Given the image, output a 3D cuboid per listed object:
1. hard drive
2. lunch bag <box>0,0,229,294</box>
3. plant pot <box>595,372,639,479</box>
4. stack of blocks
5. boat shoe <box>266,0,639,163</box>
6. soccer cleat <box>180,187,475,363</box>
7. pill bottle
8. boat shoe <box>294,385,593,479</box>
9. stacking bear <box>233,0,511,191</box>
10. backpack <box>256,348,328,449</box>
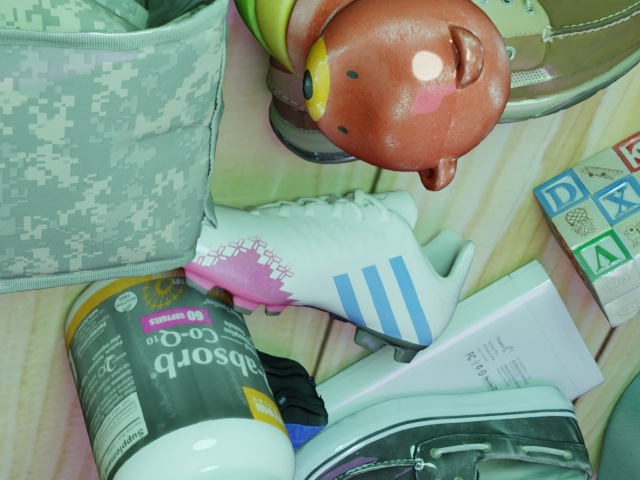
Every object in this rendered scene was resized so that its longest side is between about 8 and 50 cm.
[{"bbox_3d":[0.120,0.178,1.370,0.353,0.047,0.233,-31,139,6],"label":"hard drive"},{"bbox_3d":[-0.203,-0.089,0.823,0.287,0.168,0.235,2,136,-11],"label":"lunch bag"},{"bbox_3d":[0.490,0.255,1.494,0.247,0.248,0.252,-13,121,-13],"label":"plant pot"},{"bbox_3d":[0.373,-0.040,1.172,0.297,0.171,0.087,-29,138,5],"label":"stack of blocks"},{"bbox_3d":[0.112,-0.159,0.963,0.324,0.122,0.119,-20,135,-7],"label":"boat shoe"},{"bbox_3d":[0.000,0.000,1.097,0.331,0.116,0.143,21,103,-40],"label":"soccer cleat"},{"bbox_3d":[-0.113,0.160,1.061,0.162,0.278,0.162,-14,138,-13],"label":"pill bottle"},{"bbox_3d":[0.133,0.233,1.306,0.335,0.119,0.121,-10,137,-17],"label":"boat shoe"},{"bbox_3d":[0.021,-0.156,0.790,0.164,0.289,0.175,-3,134,-23],"label":"stacking bear"},{"bbox_3d":[-0.061,0.161,1.231,0.101,0.098,0.120,-40,150,29],"label":"backpack"}]
